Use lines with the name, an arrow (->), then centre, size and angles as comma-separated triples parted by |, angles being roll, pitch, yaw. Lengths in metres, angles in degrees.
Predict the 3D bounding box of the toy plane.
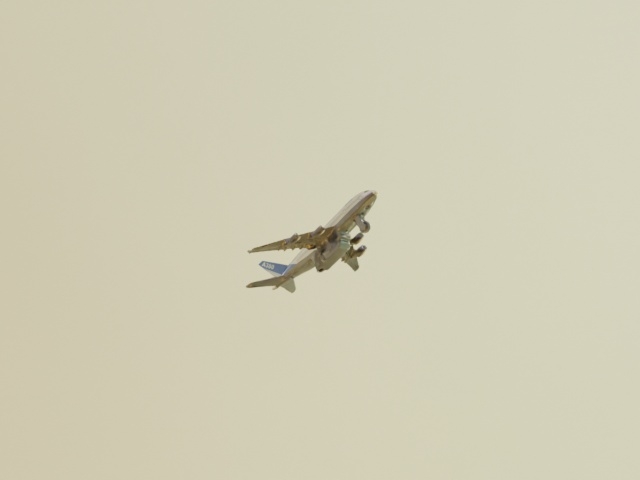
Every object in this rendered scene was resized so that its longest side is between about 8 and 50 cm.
toy plane -> 0.000, 0.003, 0.653 | 0.078, 0.084, 0.024 | 11, -126, -47
